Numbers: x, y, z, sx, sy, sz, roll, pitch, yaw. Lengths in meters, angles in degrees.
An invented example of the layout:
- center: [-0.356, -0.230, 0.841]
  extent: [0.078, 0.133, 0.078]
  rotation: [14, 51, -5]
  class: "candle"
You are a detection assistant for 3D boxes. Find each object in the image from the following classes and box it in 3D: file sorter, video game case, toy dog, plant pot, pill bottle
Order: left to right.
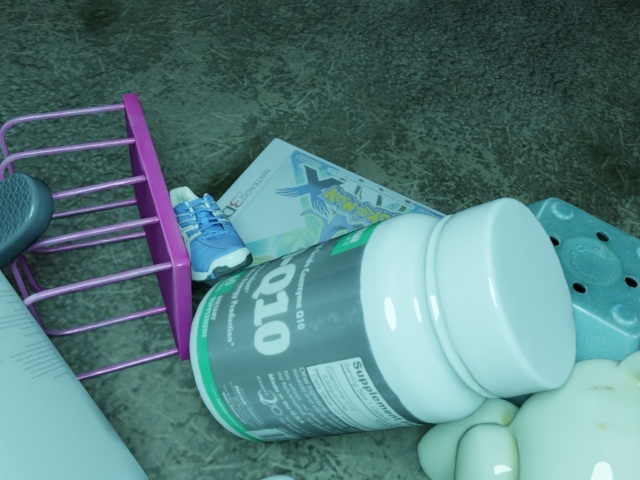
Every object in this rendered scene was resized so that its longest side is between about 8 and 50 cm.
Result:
- center: [-0.282, -0.003, 0.811]
  extent: [0.182, 0.202, 0.290]
  rotation: [-12, 54, -18]
  class: "file sorter"
- center: [0.000, 0.000, 0.970]
  extent: [0.329, 0.036, 0.300]
  rotation: [26, 51, 11]
  class: "video game case"
- center: [0.052, 0.090, 0.671]
  extent: [0.204, 0.361, 0.204]
  rotation: [25, 55, -43]
  class: "pill bottle"
- center: [0.275, 0.099, 0.797]
  extent: [0.248, 0.252, 0.247]
  rotation: [30, 52, 15]
  class: "plant pot"
- center: [0.250, 0.329, 0.524]
  extent: [0.285, 0.395, 0.408]
  rotation: [24, 42, -7]
  class: "toy dog"

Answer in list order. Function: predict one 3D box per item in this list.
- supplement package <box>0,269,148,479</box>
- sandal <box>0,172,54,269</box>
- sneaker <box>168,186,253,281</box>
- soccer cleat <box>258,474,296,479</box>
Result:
- center: [-0.323, 0.184, 0.547]
  extent: [0.198, 0.199, 0.262]
  rotation: [-36, 89, 1]
  class: "supplement package"
- center: [-0.372, 0.026, 0.693]
  extent: [0.254, 0.054, 0.097]
  rotation: [-30, 65, 16]
  class: "sandal"
- center: [-0.151, -0.010, 0.816]
  extent: [0.080, 0.081, 0.211]
  rotation: [-22, 25, -24]
  class: "sneaker"
- center: [-0.164, 0.316, 0.619]
  extent: [0.143, 0.116, 0.331]
  rotation: [40, 55, 21]
  class: "soccer cleat"
